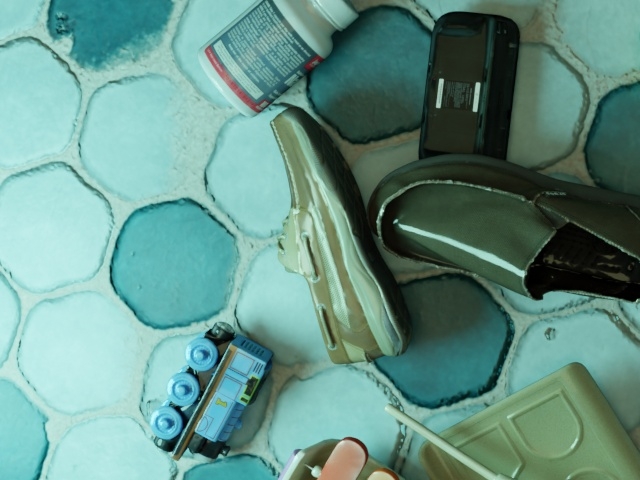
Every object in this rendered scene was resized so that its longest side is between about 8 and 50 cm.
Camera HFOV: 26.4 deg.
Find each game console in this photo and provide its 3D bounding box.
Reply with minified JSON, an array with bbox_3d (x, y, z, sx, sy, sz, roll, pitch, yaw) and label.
[{"bbox_3d":[0.170,-0.251,1.614,0.213,0.044,0.361,7,93,13],"label":"game console"}]

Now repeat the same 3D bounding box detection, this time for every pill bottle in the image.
[{"bbox_3d":[-0.048,-0.241,1.630,0.180,0.108,0.108,-38,85,12],"label":"pill bottle"}]

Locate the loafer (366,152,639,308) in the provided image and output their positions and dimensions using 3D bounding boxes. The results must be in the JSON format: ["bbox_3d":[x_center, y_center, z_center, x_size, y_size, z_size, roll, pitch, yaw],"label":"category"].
[{"bbox_3d":[0.228,-0.008,1.549,0.366,0.130,0.133,6,120,12],"label":"loafer"}]

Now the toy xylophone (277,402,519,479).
[{"bbox_3d":[0.098,0.335,1.614,0.323,0.081,0.236,26,115,15],"label":"toy xylophone"}]

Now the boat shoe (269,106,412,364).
[{"bbox_3d":[0.000,0.000,1.628,0.116,0.123,0.324,-22,86,15],"label":"boat shoe"}]

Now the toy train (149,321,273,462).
[{"bbox_3d":[-0.137,0.193,1.690,0.105,0.080,0.184,28,98,4],"label":"toy train"}]

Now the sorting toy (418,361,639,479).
[{"bbox_3d":[0.289,0.321,1.624,0.229,0.041,0.307,-32,92,15],"label":"sorting toy"}]
